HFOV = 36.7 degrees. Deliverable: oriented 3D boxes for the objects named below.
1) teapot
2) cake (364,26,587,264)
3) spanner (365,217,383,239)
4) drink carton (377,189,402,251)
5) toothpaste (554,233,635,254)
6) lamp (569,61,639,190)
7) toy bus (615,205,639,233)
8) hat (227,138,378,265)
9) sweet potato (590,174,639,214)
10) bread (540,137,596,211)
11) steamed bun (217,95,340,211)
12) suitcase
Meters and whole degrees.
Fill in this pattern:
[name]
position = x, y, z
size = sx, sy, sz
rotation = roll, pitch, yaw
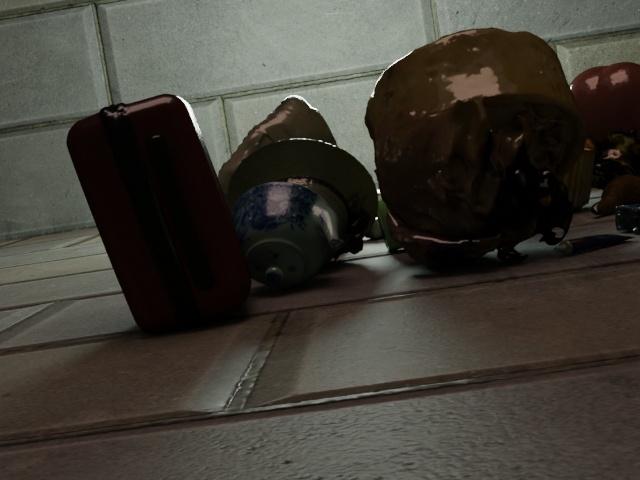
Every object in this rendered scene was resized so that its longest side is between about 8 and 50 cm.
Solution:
[teapot]
position = -0.063, 0.010, 1.411
size = 0.232, 0.159, 0.159
rotation = -23, -1, 25
[cake]
position = 0.240, -0.098, 1.411
size = 0.332, 0.321, 0.332
rotation = -7, -29, -4
[spanner]
position = 0.143, -0.028, 1.911
size = 0.324, 0.040, 0.095
rotation = -6, 5, 12
[drink carton]
position = 0.168, -0.053, 1.666
size = 0.142, 0.144, 0.146
rotation = -15, 5, 1
[toothpaste]
position = 0.379, 0.003, 1.349
size = 0.140, 0.021, 0.037
rotation = -9, 10, -30
[lamp]
position = 0.616, -0.213, 1.970
size = 0.305, 0.305, 0.240
rotation = -4, 47, 38
[toy bus]
position = 0.479, -0.033, 1.452
size = 0.046, 0.038, 0.083
rotation = -5, 6, -12
[hat]
position = -0.035, -0.024, 1.560
size = 0.257, 0.257, 0.130
rotation = -8, 39, 12
[sweet potato]
position = 0.555, -0.085, 1.782
size = 0.249, 0.059, 0.069
rotation = -19, 24, -40
[bread]
position = 0.382, -0.129, 1.881
size = 0.288, 0.156, 0.204
rotation = 0, 20, -11
[steamed bun]
position = -0.076, -0.101, 1.939
size = 0.324, 0.219, 0.310
rotation = -50, -7, -41
[suitcase]
position = -0.205, -0.039, 1.265
size = 0.161, 0.297, 0.236
rotation = -19, 8, -3
